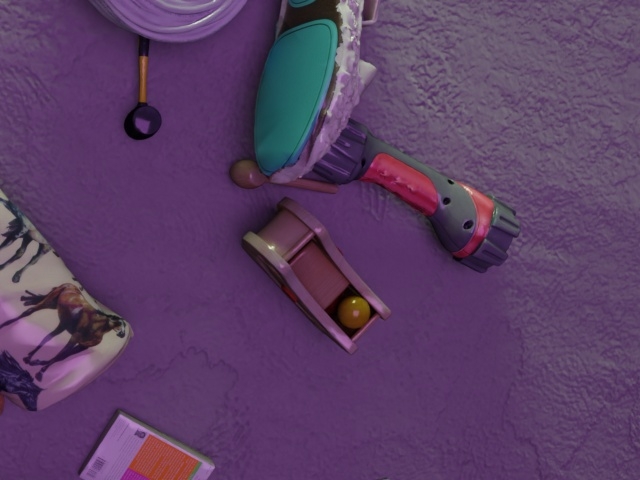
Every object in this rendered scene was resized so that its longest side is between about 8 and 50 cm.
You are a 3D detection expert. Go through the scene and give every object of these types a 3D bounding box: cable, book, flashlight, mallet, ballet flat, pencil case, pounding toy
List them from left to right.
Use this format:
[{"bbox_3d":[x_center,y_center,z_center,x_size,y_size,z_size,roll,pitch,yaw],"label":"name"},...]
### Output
[{"bbox_3d":[-0.392,0.010,1.218,0.410,0.160,0.183,52,53,-17],"label":"pencil case"},{"bbox_3d":[-0.213,-0.216,1.302,0.039,0.062,0.189,1,96,-21],"label":"mallet"},{"bbox_3d":[-0.223,0.293,1.380,0.144,0.035,0.096,33,89,-19],"label":"book"},{"bbox_3d":[-0.173,-0.360,1.241,0.257,0.089,0.257,28,85,-42],"label":"cable"},{"bbox_3d":[0.000,0.000,1.353,0.155,0.154,0.269,-45,108,-9],"label":"pounding toy"},{"bbox_3d":[0.019,-0.262,1.318,0.147,0.147,0.408,10,82,-20],"label":"ballet flat"},{"bbox_3d":[0.116,-0.062,1.414,0.304,0.103,0.103,26,94,-21],"label":"flashlight"}]

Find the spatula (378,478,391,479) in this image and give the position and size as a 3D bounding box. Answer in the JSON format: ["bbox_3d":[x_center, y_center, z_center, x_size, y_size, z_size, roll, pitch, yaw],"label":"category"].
[{"bbox_3d":[-0.011,0.414,1.476,0.242,0.019,0.168,-5,93,-19],"label":"spatula"}]

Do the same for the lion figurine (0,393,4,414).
[{"bbox_3d":[-0.454,0.302,1.188,0.240,0.142,0.392,-8,63,-42],"label":"lion figurine"}]
